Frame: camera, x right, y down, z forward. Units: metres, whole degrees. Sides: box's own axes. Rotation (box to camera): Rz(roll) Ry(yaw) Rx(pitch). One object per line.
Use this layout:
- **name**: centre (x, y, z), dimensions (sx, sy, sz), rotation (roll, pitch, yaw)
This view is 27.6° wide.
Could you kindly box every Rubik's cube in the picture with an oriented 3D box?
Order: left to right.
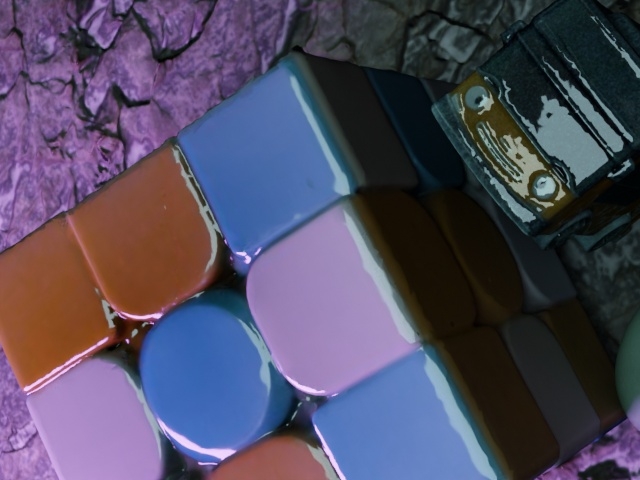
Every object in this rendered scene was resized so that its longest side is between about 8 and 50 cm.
- **Rubik's cube**: centre (-0.003, 0.086, 1.066), dimensions (0.346, 0.347, 0.344), rotation (-31, 78, 26)

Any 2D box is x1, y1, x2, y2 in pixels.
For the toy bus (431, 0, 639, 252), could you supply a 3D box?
- **toy bus**: centre (0.216, -0.088, 1.031), dimensions (0.167, 0.275, 0.138), rotation (-41, 72, 21)

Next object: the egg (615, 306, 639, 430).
- **egg**: centre (0.341, 0.084, 1.027), dimensions (0.231, 0.168, 0.168), rotation (-34, 76, 24)
